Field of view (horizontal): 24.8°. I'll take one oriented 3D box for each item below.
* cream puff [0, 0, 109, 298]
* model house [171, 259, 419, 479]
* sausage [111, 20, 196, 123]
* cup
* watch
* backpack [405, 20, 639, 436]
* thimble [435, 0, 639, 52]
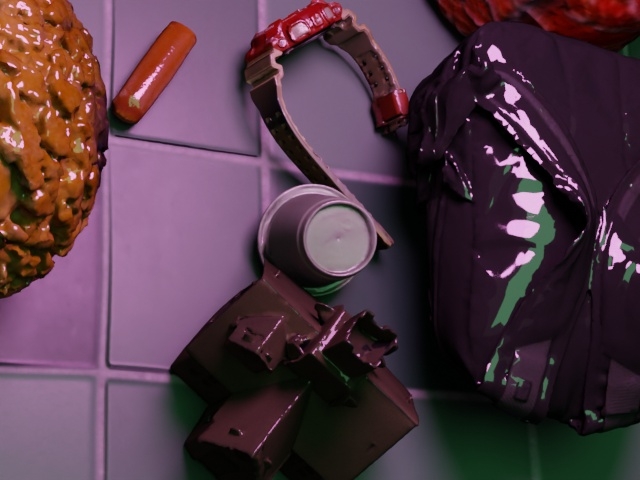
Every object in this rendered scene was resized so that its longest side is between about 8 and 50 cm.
[{"bbox_3d":[-0.306,-0.110,1.296,0.231,0.343,0.327,-8,97,-14],"label":"cream puff"},{"bbox_3d":[-0.017,0.138,1.400,0.211,0.243,0.204,43,60,-7],"label":"model house"},{"bbox_3d":[-0.178,-0.176,1.543,0.039,0.041,0.131,40,61,-15],"label":"sausage"},{"bbox_3d":[0.000,0.000,1.499,0.120,0.141,0.120,0,90,-11],"label":"cup"},{"bbox_3d":[0.028,-0.136,1.609,0.268,0.102,0.165,51,58,-12],"label":"watch"},{"bbox_3d":[0.259,-0.010,1.580,0.363,0.255,0.446,8,76,-24],"label":"backpack"},{"bbox_3d":[0.283,-0.383,1.723,0.350,0.230,0.350,8,69,-22],"label":"thimble"}]
